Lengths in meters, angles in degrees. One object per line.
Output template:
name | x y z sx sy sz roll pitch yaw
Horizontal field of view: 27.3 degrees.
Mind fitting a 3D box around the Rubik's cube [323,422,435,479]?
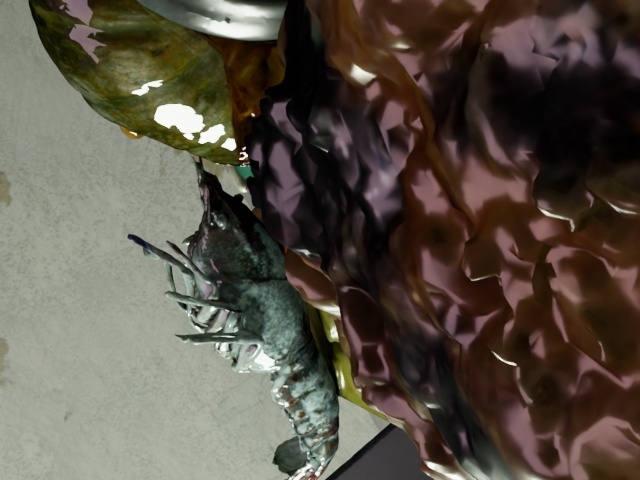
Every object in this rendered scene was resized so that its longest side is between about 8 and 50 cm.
Rubik's cube | 0.180 0.356 1.310 0.307 0.310 0.305 47 -179 -43

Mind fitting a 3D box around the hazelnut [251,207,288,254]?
hazelnut | 0.007 -0.002 1.749 0.210 0.210 0.186 53 139 42

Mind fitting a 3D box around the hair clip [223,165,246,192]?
hair clip | -0.076 -0.197 1.658 0.113 0.173 0.282 125 125 -73

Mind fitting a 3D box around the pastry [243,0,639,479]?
pastry | 0.124 -0.041 0.478 0.405 0.292 0.337 -121 12 -53

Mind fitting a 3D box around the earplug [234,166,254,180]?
earplug | -0.013 -0.149 1.390 0.280 0.164 0.257 -81 -9 -65

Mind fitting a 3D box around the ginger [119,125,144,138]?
ginger | -0.120 -0.225 1.383 0.152 0.274 0.357 52 180 -7

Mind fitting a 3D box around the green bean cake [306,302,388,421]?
green bean cake | 0.066 0.068 1.536 0.285 0.202 0.310 65 171 -24

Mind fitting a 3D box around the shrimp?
shrimp | -0.077 0.094 1.453 0.410 0.166 0.221 58 -155 -17

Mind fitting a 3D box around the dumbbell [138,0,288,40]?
dumbbell | -0.008 -0.246 0.614 0.185 0.185 0.388 58 148 15

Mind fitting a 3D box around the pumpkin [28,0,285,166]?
pumpkin | -0.049 -0.198 0.905 0.192 0.320 0.320 50 167 54
